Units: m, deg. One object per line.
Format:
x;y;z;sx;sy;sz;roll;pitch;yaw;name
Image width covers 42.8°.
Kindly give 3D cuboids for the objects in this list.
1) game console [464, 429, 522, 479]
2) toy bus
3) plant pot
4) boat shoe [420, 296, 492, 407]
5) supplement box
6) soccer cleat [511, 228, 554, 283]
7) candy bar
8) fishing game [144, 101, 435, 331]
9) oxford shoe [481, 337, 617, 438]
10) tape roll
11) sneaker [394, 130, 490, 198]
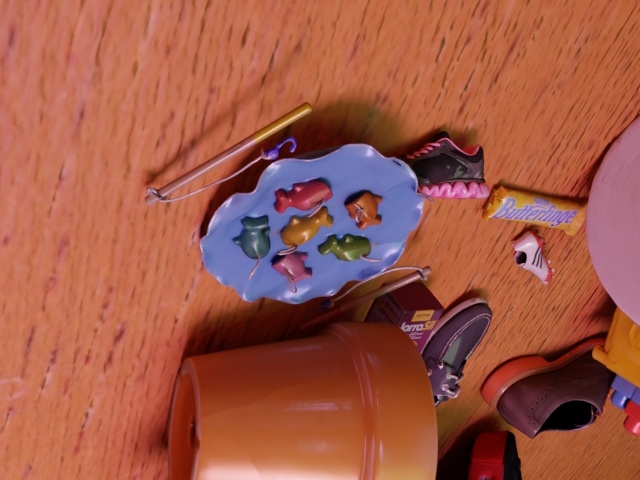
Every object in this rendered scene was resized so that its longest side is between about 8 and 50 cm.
0.234;0.479;1.085;0.060;0.387;0.342;0;146;23;game console
0.444;0.140;1.012;0.220;0.149;0.212;8;107;-42;toy bus
-0.029;0.170;0.712;0.187;0.205;0.205;5;125;-20;plant pot
0.136;0.155;0.900;0.075;0.065;0.206;10;121;-41;boat shoe
0.077;0.087;0.811;0.054;0.043;0.083;0;126;-34;supplement box
0.225;0.021;0.871;0.035;0.029;0.083;-28;136;2;soccer cleat
0.219;-0.030;0.826;0.161;0.018;0.040;7;123;-40;candy bar
0.000;0.000;0.649;0.189;0.041;0.264;-25;143;9;fishing game
0.336;0.199;1.059;0.271;0.098;0.097;-9;132;-30;oxford shoe
0.405;-0.016;0.767;0.286;0.286;0.100;-46;138;10;tape roll
0.091;-0.064;0.690;0.119;0.047;0.057;1;95;-28;sneaker
